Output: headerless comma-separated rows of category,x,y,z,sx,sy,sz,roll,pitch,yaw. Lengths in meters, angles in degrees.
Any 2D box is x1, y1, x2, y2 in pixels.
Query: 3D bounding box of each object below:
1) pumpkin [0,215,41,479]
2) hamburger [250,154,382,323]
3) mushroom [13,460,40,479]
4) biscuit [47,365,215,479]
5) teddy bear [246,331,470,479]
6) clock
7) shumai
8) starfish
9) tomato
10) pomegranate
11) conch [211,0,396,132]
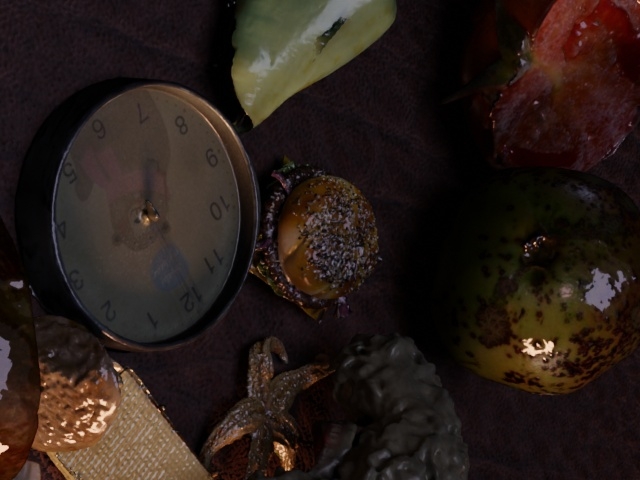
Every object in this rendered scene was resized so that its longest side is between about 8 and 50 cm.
pumpkin,-0.339,0.105,1.276,0.169,0.148,0.312,-3,89,-51
hamburger,0.003,-0.001,1.670,0.189,0.093,0.164,25,72,-46
mushroom,-0.294,0.299,1.377,0.071,0.084,0.209,33,62,-65
biscuit,-0.181,0.230,1.519,0.121,0.040,0.199,-50,124,-29
teddy bear,0.048,0.336,1.660,0.357,0.224,0.367,-51,153,-45
clock,-0.171,-0.024,1.513,0.281,0.055,0.280,-1,91,-46
shumai,-0.239,0.122,1.411,0.116,0.145,0.145,-60,135,-59
starfish,-0.050,0.187,1.649,0.210,0.053,0.150,-39,123,-41
tomato,0.278,-0.230,1.906,0.309,0.170,0.309,-23,139,-22
pomegranate,0.277,0.069,1.870,0.340,0.285,0.285,69,39,-64
conch,-0.027,-0.243,1.633,0.251,0.137,0.143,-31,142,-22
